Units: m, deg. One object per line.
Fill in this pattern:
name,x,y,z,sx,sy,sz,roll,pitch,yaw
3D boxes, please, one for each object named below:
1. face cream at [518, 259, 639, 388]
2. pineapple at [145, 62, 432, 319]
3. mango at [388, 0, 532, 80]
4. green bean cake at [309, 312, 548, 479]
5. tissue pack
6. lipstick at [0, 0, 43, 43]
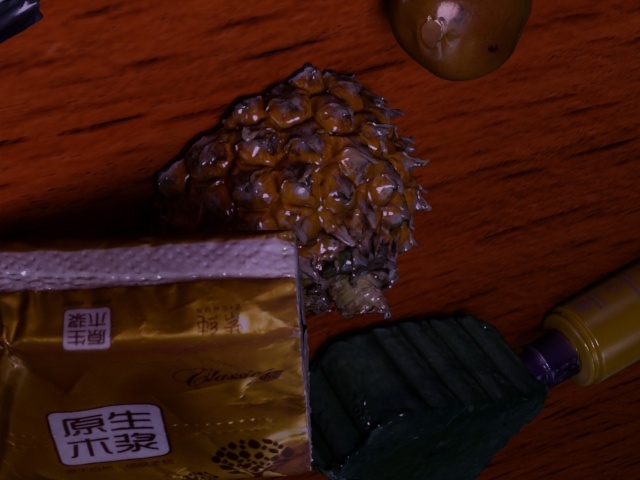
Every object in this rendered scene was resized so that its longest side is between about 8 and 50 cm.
face cream,0.262,0.073,1.678,0.273,0.078,0.078,-27,154,-20
pineapple,0.000,-0.002,1.133,0.176,0.137,0.161,-19,150,-32
mango,0.086,-0.135,1.107,0.114,0.060,0.080,10,113,-55
green bean cake,0.052,0.152,1.509,0.208,0.107,0.193,-5,144,-47
tissue pack,-0.119,0.069,1.056,0.226,0.092,0.183,-5,147,-1
lipstick,-0.213,-0.075,0.795,0.299,0.081,0.081,-32,155,-10
